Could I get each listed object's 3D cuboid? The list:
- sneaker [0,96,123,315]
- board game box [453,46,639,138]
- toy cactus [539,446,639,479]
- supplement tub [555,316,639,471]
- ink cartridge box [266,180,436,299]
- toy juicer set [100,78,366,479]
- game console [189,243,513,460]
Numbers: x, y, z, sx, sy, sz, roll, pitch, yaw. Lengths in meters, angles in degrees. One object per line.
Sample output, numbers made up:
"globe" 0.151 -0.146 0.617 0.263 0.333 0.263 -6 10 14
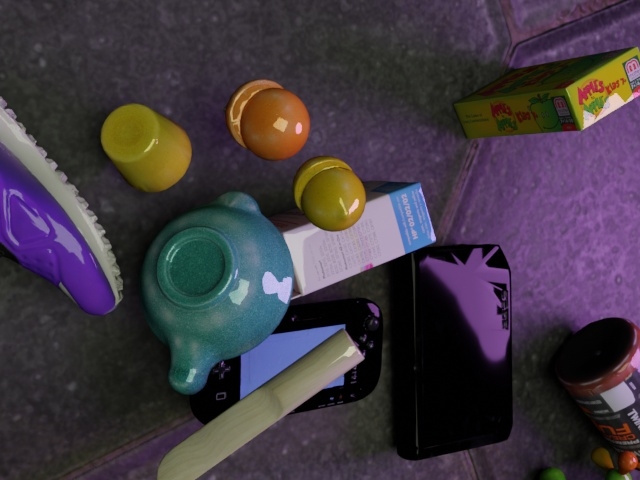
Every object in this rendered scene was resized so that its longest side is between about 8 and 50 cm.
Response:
"sneaker" -0.285 -0.036 0.750 0.146 0.102 0.293 -39 104 -11
"board game box" 0.221 -0.141 0.922 0.092 0.181 0.043 -31 105 -20
"toy cactus" 0.323 0.326 0.993 0.219 0.112 0.180 34 56 10
"supplement tub" 0.355 0.185 1.047 0.106 0.106 0.198 -47 110 -15
"ink cartridge box" 0.000 0.000 0.871 0.181 0.104 0.062 -21 102 -22
"toy juicer set" -0.054 0.022 0.770 0.209 0.089 0.329 -16 72 7
"game console" 0.042 0.120 0.919 0.361 0.044 0.213 -5 96 -29
